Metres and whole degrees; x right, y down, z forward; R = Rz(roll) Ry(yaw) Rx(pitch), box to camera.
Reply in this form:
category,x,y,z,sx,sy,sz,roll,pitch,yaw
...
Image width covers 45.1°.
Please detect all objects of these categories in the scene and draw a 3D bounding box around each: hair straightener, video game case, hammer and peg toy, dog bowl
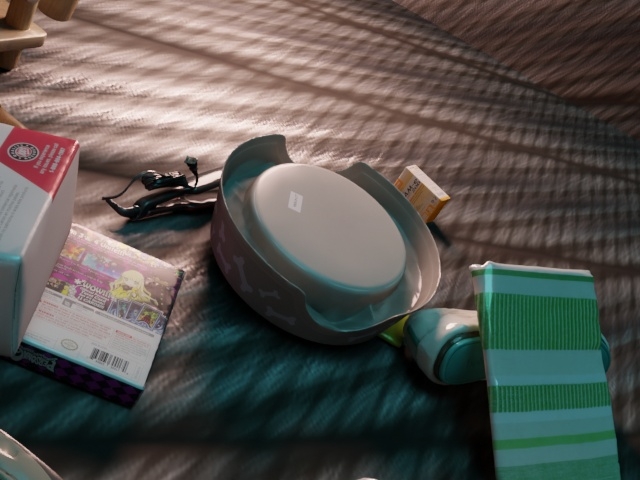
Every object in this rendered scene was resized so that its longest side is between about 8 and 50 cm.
category,x,y,z,sx,sy,sz,roll,pitch,yaw
hair straightener,-0.207,-0.084,1.100,0.047,0.089,0.230,33,30,34
video game case,-0.286,0.062,0.874,0.232,0.041,0.210,25,33,-13
hammer and peg toy,-0.548,-0.362,1.136,0.266,0.127,0.361,38,29,7
dog bowl,0.000,0.000,1.116,0.349,0.102,0.348,21,38,-18

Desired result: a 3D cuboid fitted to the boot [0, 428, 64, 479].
category,x,y,z,sx,sy,sz,roll,pitch,yaw
boot,-0.230,0.303,0.509,0.377,0.138,0.284,36,31,12

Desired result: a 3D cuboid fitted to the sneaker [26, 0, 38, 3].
category,x,y,z,sx,sy,sz,roll,pitch,yaw
sneaker,-0.455,-0.403,1.093,0.071,0.068,0.170,-10,51,-44

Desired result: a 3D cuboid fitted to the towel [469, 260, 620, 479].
category,x,y,z,sx,sy,sz,roll,pitch,yaw
towel,0.318,0.194,1.087,0.248,0.038,0.324,6,73,-33

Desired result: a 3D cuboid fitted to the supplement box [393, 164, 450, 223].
category,x,y,z,sx,sy,sz,roll,pitch,yaw
supplement box,0.190,-0.089,1.477,0.098,0.062,0.036,46,36,21

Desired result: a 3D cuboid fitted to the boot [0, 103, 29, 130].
category,x,y,z,sx,sy,sz,roll,pitch,yaw
boot,-0.405,-0.138,0.874,0.305,0.115,0.112,44,54,-50

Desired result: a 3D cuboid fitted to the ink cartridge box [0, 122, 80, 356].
category,x,y,z,sx,sy,sz,roll,pitch,yaw
ink cartridge box,-0.415,-0.029,0.749,0.306,0.131,0.226,11,36,-8

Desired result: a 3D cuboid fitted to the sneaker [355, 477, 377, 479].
category,x,y,z,sx,sy,sz,roll,pitch,yaw
sneaker,0.106,0.373,0.759,0.292,0.110,0.118,36,39,20

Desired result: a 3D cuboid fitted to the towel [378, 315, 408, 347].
category,x,y,z,sx,sy,sz,roll,pitch,yaw
towel,0.026,0.072,1.161,0.237,0.021,0.102,31,38,-5

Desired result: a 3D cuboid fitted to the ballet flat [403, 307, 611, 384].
category,x,y,z,sx,sy,sz,roll,pitch,yaw
ballet flat,0.291,0.153,1.195,0.400,0.139,0.139,8,40,-35
